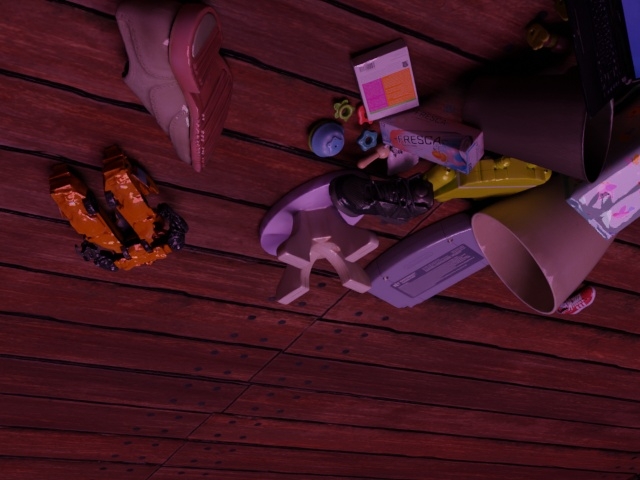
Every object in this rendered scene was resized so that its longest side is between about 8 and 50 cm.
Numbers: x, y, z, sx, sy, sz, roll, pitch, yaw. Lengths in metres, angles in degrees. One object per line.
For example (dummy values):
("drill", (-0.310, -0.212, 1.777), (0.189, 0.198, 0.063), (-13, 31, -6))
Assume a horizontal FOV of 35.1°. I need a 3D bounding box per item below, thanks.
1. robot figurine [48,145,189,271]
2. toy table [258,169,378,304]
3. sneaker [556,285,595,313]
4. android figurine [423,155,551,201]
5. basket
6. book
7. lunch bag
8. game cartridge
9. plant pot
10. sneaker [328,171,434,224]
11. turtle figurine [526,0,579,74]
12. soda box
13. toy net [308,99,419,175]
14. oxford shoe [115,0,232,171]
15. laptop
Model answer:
("robot figurine", (-0.369, -0.046, 1.871), (0.211, 0.085, 0.291), (-17, 146, 5))
("toy table", (0.000, 0.000, 2.010), (0.252, 0.161, 0.274), (13, 139, -35))
("sneaker", (0.646, 0.154, 2.582), (0.067, 0.042, 0.118), (-1, 147, -25))
("android figurine", (0.323, -0.121, 1.953), (0.248, 0.056, 0.273), (-2, 171, -16))
("basket", (0.375, -0.212, 1.767), (0.227, 0.154, 0.204), (14, 139, 29))
("book", (0.112, -0.274, 1.752), (0.096, 0.035, 0.144), (-22, 145, -1))
("lunch bag", (0.562, -0.169, 1.901), (0.160, 0.262, 0.223), (39, 120, -23))
("game cartridge", (0.249, 0.047, 2.268), (0.297, 0.062, 0.198), (-32, 139, 24))
("plant pot", (0.497, -0.032, 2.090), (0.274, 0.256, 0.256), (-37, 148, -11))
("sneaker", (0.124, -0.089, 1.885), (0.227, 0.087, 0.130), (14, 153, -41))
("turtle figurine", (0.477, -0.345, 1.747), (0.217, 0.087, 0.269), (23, 141, -32))
("soda box", (0.196, -0.183, 1.797), (0.063, 0.183, 0.058), (-50, 146, -27))
("toy net", (0.092, -0.191, 1.876), (0.232, 0.045, 0.122), (11, 110, -37))
("oxford shoe", (-0.231, -0.251, 1.619), (0.147, 0.140, 0.397), (17, 151, 8))
("laptop", (0.505, -0.351, 1.600), (0.137, 0.264, 0.234), (-3, 113, 37))
